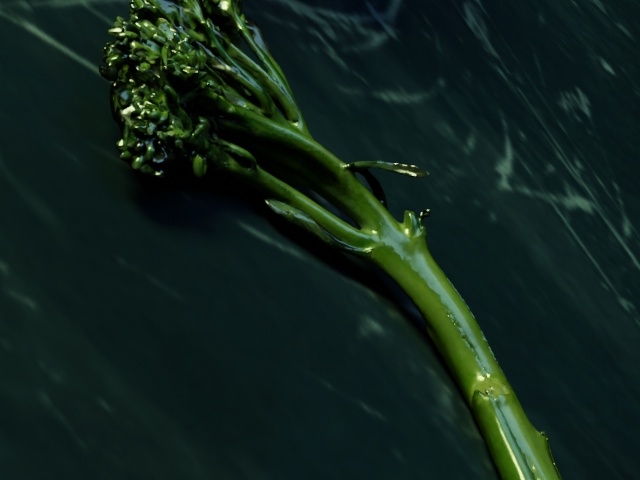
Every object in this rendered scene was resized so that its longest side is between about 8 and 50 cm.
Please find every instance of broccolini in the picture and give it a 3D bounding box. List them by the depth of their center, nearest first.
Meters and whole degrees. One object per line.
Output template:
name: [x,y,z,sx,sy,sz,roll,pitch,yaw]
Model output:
broccolini: [0.006,0.006,0.603,0.123,0.062,0.271,-27,77,-48]
